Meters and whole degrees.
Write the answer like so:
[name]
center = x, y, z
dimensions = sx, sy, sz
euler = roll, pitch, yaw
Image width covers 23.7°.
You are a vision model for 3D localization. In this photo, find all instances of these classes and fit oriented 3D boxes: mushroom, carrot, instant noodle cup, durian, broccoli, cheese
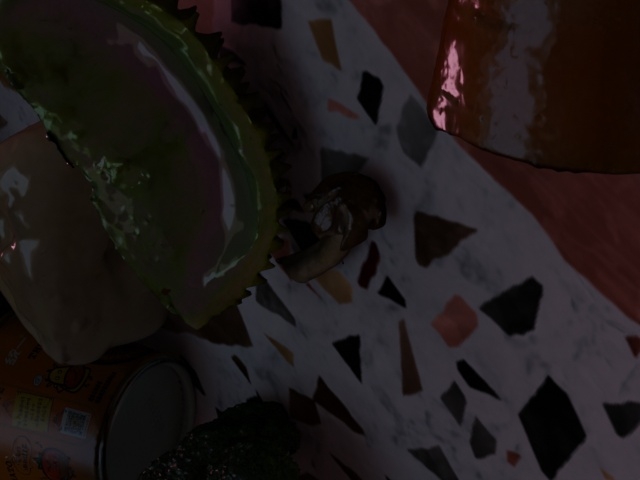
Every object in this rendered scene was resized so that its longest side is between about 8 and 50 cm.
[mushroom]
center = 0.000, 0.000, 1.250
dimensions = 0.060, 0.061, 0.187
euler = 51, 150, 7
[carrot]
center = 0.143, -0.162, 0.871
dimensions = 0.159, 0.159, 0.225
euler = 23, 120, 45
[instant noodle cup]
center = -0.243, 0.181, 1.574
dimensions = 0.172, 0.216, 0.215
euler = 12, 125, 27
[durian]
center = -0.145, -0.101, 1.237
dimensions = 0.355, 0.169, 0.157
euler = 51, 165, -15
[broccoli]
center = -0.058, 0.284, 1.416
dimensions = 0.269, 0.269, 0.254
euler = 61, 152, 1
[cheese]
center = -0.255, -0.047, 1.463
dimensions = 0.251, 0.174, 0.248
euler = 48, 147, 29

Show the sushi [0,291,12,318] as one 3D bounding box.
[sushi]
center = -0.321, 0.054, 1.663
dimensions = 0.040, 0.192, 0.210
euler = 20, 145, -6
